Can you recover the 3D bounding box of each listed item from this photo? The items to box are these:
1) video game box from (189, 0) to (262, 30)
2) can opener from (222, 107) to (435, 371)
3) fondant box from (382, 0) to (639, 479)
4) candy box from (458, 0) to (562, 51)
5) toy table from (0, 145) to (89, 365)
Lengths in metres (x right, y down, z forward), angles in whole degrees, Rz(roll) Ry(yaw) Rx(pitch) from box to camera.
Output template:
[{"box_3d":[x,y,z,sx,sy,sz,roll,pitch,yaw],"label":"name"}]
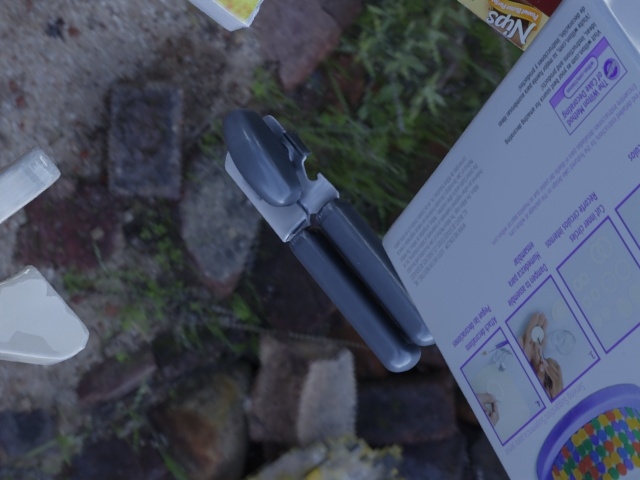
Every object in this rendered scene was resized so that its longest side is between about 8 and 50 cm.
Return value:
[{"box_3d":[-0.076,-0.256,0.821,0.205,0.048,0.187,37,80,-15],"label":"video game box"},{"box_3d":[0.000,0.000,1.287,0.074,0.280,0.093,-46,165,24],"label":"can opener"},{"box_3d":[0.185,0.063,0.715,0.096,0.330,0.238,-13,155,-32],"label":"fondant box"},{"box_3d":[0.287,-0.321,1.642,0.316,0.183,0.087,-26,150,-44],"label":"candy box"},{"box_3d":[-0.289,0.026,0.971,0.161,0.252,0.274,-47,117,-38],"label":"toy table"}]
